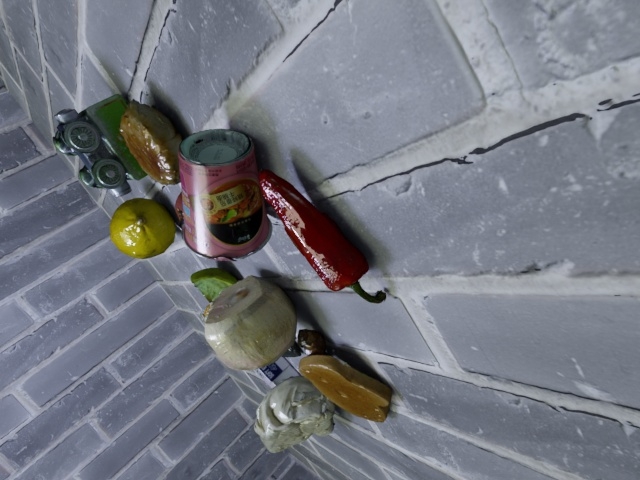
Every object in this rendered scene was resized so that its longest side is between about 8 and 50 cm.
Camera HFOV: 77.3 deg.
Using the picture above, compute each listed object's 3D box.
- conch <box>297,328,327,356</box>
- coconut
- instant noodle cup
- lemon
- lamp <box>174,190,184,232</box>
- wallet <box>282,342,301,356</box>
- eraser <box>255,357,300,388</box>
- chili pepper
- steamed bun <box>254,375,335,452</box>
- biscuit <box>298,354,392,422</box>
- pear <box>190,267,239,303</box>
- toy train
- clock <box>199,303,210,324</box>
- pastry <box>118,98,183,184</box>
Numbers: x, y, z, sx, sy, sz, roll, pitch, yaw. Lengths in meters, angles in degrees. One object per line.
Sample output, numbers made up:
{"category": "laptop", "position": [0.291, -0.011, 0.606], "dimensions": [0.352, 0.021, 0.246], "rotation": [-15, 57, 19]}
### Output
{"category": "conch", "position": [-0.012, 0.357, 1.328], "dimensions": [0.080, 0.086, 0.232], "rotation": [-15, 121, 33]}
{"category": "coconut", "position": [-0.213, 0.278, 1.296], "dimensions": [0.297, 0.297, 0.254], "rotation": [6, 130, 52]}
{"category": "instant noodle cup", "position": [-0.235, -0.117, 0.956], "dimensions": [0.244, 0.244, 0.255], "rotation": [33, 141, 28]}
{"category": "lemon", "position": [-0.758, -0.051, 1.717], "dimensions": [0.322, 0.268, 0.268], "rotation": [-6, 120, 57]}
{"category": "lamp", "position": [-0.390, -0.082, 1.279], "dimensions": [0.182, 0.140, 0.182], "rotation": [30, 145, 24]}
{"category": "wallet", "position": [-0.183, 0.372, 1.624], "dimensions": [0.169, 0.052, 0.245], "rotation": [-17, 108, 56]}
{"category": "eraser", "position": [-0.240, 0.565, 1.848], "dimensions": [0.287, 0.130, 0.086], "rotation": [44, 148, 13]}
{"category": "chili pepper", "position": [0.000, 0.000, 0.855], "dimensions": [0.387, 0.110, 0.110], "rotation": [50, 152, -1]}
{"category": "steamed bun", "position": [-0.100, 0.692, 1.669], "dimensions": [0.347, 0.394, 0.237], "rotation": [24, -147, -41]}
{"category": "biscuit", "position": [0.101, 0.467, 1.272], "dimensions": [0.344, 0.057, 0.287], "rotation": [46, 142, -20]}
{"category": "pear", "position": [-0.397, 0.207, 1.651], "dimensions": [0.288, 0.139, 0.239], "rotation": [55, 166, -17]}
{"category": "toy train", "position": [-0.704, -0.311, 1.334], "dimensions": [0.174, 0.249, 0.307], "rotation": [6, 130, 48]}
{"category": "clock", "position": [-0.588, 0.431, 2.206], "dimensions": [0.144, 0.103, 0.231], "rotation": [55, 151, 9]}
{"category": "pastry", "position": [-0.483, -0.283, 1.196], "dimensions": [0.235, 0.121, 0.257], "rotation": [48, 150, -4]}
